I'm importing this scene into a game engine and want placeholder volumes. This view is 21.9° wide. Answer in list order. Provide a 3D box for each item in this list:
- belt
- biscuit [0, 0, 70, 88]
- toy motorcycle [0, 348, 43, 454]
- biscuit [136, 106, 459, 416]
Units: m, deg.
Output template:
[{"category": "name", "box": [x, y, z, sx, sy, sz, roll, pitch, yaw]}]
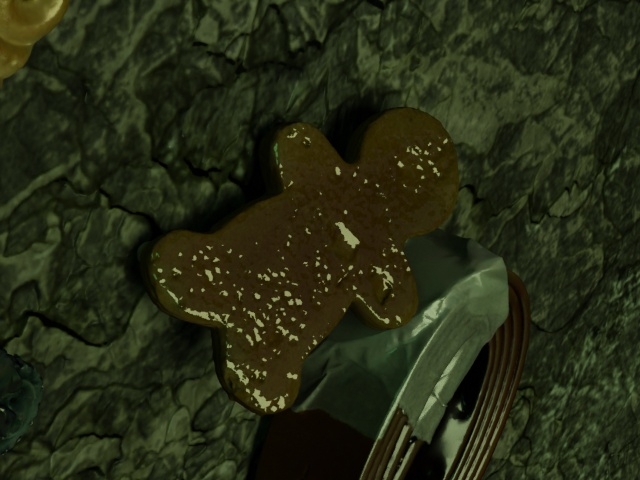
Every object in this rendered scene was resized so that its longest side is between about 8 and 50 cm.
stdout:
[{"category": "belt", "box": [0.063, 0.151, 1.470, 0.217, 0.122, 0.339, 19, 96, -54]}, {"category": "biscuit", "box": [-0.209, -0.185, 1.052, 0.224, 0.033, 0.144, -54, 140, -15]}, {"category": "toy motorcycle", "box": [-0.279, 0.105, 1.066, 0.159, 0.106, 0.270, -51, 150, -12]}, {"category": "biscuit", "box": [0.000, 0.000, 1.331, 0.301, 0.049, 0.197, -42, 111, -27]}]
